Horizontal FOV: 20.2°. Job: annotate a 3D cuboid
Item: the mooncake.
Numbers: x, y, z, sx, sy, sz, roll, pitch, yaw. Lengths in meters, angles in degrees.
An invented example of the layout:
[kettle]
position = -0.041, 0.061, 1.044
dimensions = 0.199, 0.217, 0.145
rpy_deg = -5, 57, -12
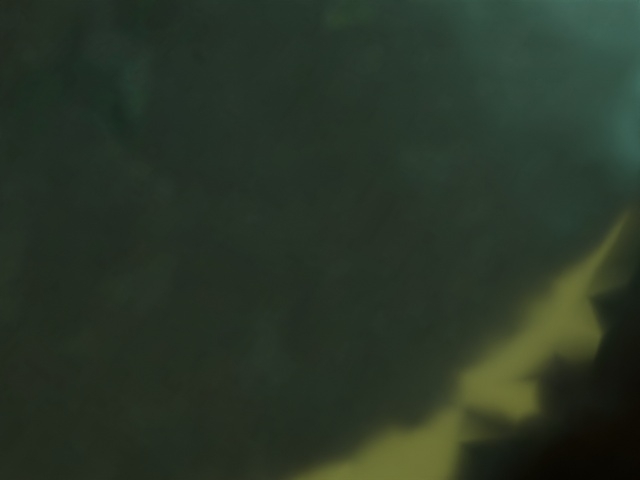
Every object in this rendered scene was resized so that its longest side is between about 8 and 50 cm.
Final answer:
[mooncake]
position = 0.000, 0.000, 0.612
dimensions = 0.381, 0.212, 0.350
rpy_deg = -41, 48, 0
